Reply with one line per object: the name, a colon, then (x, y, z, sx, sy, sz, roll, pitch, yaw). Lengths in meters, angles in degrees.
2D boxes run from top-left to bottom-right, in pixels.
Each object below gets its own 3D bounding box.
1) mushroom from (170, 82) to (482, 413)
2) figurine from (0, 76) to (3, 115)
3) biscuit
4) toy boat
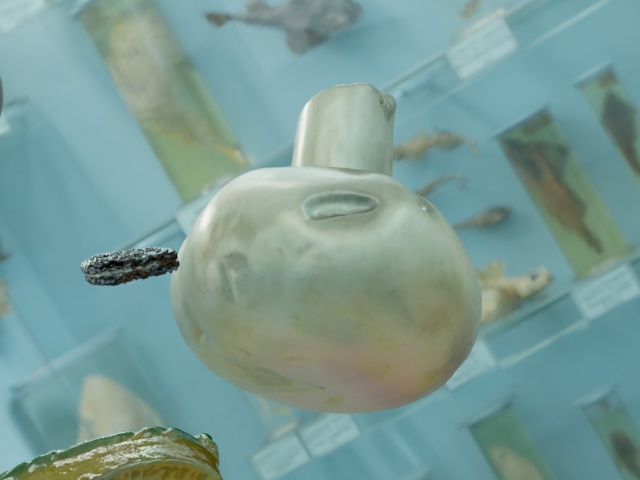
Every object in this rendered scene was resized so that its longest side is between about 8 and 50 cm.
mushroom: (-0.013, 0.030, 1.524, 0.325, 0.353, 0.353, -27, 2, 8)
figurine: (-0.387, -0.259, 1.188, 0.248, 0.277, 0.388, -13, -31, -36)
biscuit: (-0.179, 0.024, 1.337, 0.089, 0.027, 0.087, -3, 9, 19)
toy boat: (-0.153, 0.170, 0.917, 0.229, 0.089, 0.088, -12, 14, -36)
